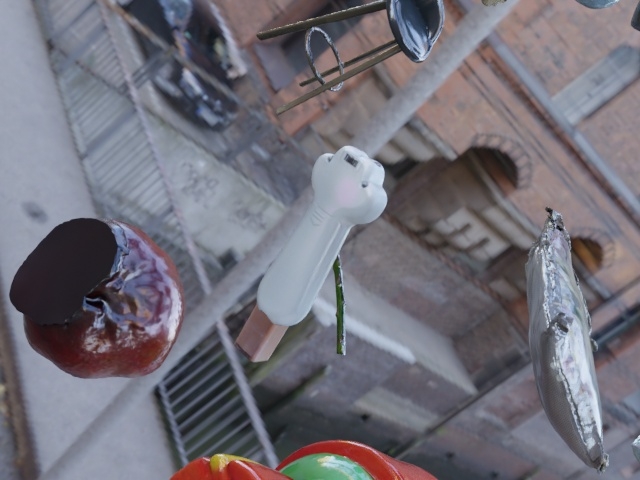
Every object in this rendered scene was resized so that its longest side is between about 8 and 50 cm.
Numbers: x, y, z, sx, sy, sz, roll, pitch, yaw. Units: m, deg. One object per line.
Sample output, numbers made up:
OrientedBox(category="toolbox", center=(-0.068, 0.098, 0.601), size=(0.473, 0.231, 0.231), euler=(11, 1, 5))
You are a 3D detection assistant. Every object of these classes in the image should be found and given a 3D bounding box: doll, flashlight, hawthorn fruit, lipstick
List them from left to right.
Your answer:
OrientedBox(category="hawthorn fruit", center=(-0.250, 0.077, 1.180), size=(0.189, 0.189, 0.251), euler=(55, -11, 12))
OrientedBox(category="lipstick", center=(-0.062, 0.097, 1.388), size=(0.045, 0.145, 0.045), euler=(41, 19, 29))
OrientedBox(category="flashlight", center=(0.000, 0.000, 1.029), size=(0.047, 0.200, 0.093), euler=(13, 21, -50))
OrientedBox(category="doll", center=(0.022, 0.251, 0.808), size=(0.363, 0.182, 0.160), euler=(27, 28, -39))

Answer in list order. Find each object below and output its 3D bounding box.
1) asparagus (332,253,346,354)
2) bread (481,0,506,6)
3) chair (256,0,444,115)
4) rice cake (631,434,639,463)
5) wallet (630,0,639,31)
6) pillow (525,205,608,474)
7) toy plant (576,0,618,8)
OrientedBox(category="asparagus", center=(0.021, 0.054, 1.187), size=(0.016, 0.016, 0.162), euler=(180, -93, -73))
OrientedBox(category="bread", center=(0.232, -0.303, 0.739), size=(0.111, 0.239, 0.246), euler=(-79, 169, -55))
OrientedBox(category="chair", center=(0.039, -0.223, 1.183), size=(0.104, 0.222, 0.095), euler=(40, 39, -46))
OrientedBox(category="rice cake", center=(0.491, 0.239, 1.316), size=(0.040, 0.226, 0.085), euler=(-3, -67, 56))
OrientedBox(category="wallet", center=(0.541, -0.438, 1.303), size=(0.046, 0.379, 0.190), euler=(38, -15, 15))
OrientedBox(category="pillow", center=(0.223, 0.084, 0.942), size=(0.255, 0.059, 0.169), euler=(-67, 143, -64))
OrientedBox(category="toy plant", center=(0.320, -0.445, 1.226), size=(0.247, 0.247, 0.332), euler=(-6, 85, -71))
